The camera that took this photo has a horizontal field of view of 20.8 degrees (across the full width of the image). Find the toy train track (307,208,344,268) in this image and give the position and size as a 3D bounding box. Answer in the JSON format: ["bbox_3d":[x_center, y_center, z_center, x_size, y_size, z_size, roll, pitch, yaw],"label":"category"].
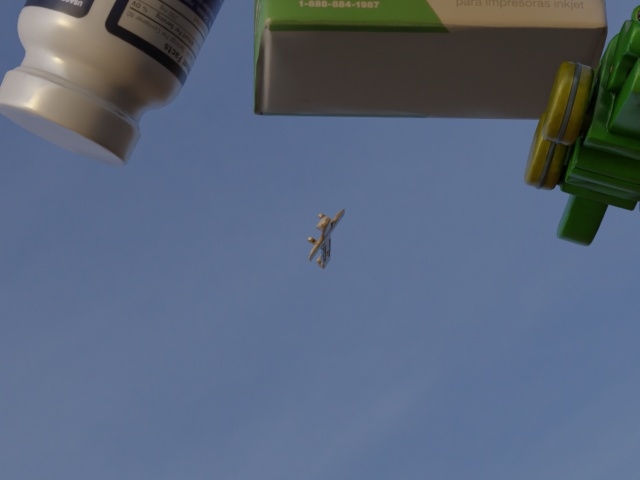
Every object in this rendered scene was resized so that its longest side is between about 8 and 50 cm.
[{"bbox_3d":[0.000,0.000,1.335,0.048,0.014,0.083,-54,-13,-19],"label":"toy train track"}]

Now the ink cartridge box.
[{"bbox_3d":[0.047,-0.174,0.854,0.160,0.219,0.092,0,-25,-4],"label":"ink cartridge box"}]

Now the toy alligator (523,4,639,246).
[{"bbox_3d":[0.110,-0.054,0.599,0.056,0.051,0.189,15,-24,2],"label":"toy alligator"}]

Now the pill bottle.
[{"bbox_3d":[-0.167,-0.206,1.500,0.153,0.153,0.264,35,-103,-46],"label":"pill bottle"}]
